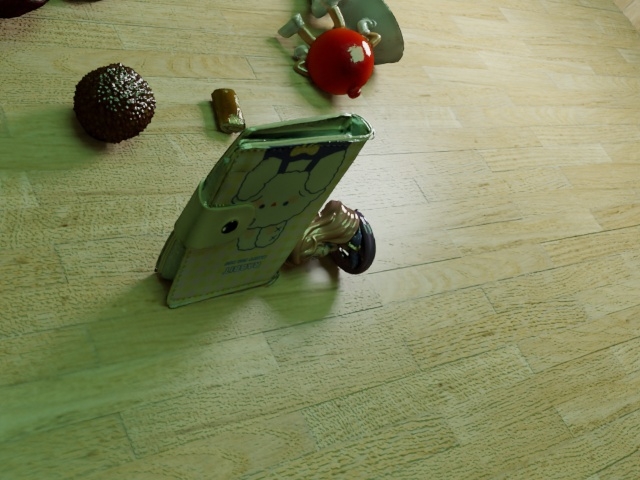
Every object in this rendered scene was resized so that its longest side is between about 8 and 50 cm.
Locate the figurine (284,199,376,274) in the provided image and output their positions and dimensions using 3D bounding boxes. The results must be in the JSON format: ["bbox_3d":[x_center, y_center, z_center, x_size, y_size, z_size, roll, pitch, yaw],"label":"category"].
[{"bbox_3d":[0.004,-0.009,1.296,0.157,0.114,0.126,8,7,-22],"label":"figurine"}]

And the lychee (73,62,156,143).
[{"bbox_3d":[-0.306,-0.204,1.227,0.123,0.129,0.123,0,90,-22],"label":"lychee"}]

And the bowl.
[{"bbox_3d":[0.080,-0.426,1.705,0.086,0.189,0.189,-38,79,-14],"label":"bowl"}]

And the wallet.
[{"bbox_3d":[-0.084,-0.041,1.105,0.223,0.309,0.077,-8,56,-39],"label":"wallet"}]

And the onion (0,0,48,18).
[{"bbox_3d":[-0.505,-0.457,1.226,0.252,0.219,0.252,29,37,-25],"label":"onion"}]

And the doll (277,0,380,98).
[{"bbox_3d":[0.034,-0.374,1.621,0.217,0.183,0.085,58,5,12],"label":"doll"}]

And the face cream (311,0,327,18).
[{"bbox_3d":[0.027,-0.559,1.802,0.101,0.101,0.252,31,42,-10],"label":"face cream"}]

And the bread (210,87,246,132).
[{"bbox_3d":[-0.159,-0.222,1.416,0.047,0.036,0.083,-4,56,-20],"label":"bread"}]
